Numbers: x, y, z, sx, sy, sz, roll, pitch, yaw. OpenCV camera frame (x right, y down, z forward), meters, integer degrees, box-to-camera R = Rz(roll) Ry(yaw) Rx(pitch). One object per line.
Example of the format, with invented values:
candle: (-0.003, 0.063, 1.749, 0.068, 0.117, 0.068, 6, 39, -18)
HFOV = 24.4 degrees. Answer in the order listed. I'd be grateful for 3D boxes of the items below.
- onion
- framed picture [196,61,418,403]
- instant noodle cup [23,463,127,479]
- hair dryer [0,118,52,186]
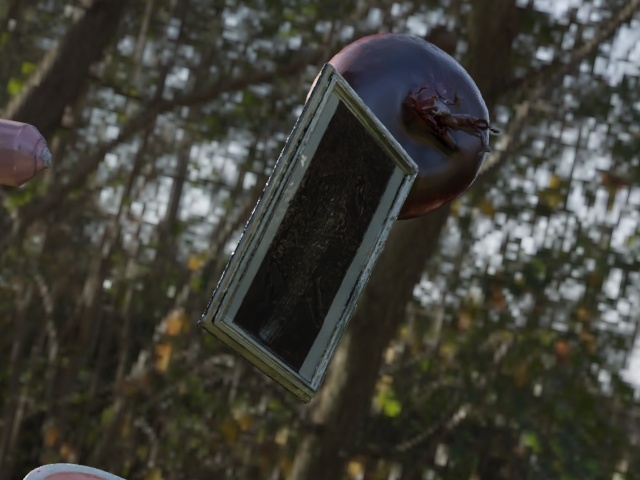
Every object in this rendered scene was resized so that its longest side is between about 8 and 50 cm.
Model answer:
onion: (0.120, -0.164, 2.032, 0.273, 0.273, 0.285, 15, -15, -23)
framed picture: (0.000, 0.000, 1.500, 0.018, 0.293, 0.231, 17, -15, 34)
instant noodle cup: (-0.267, 0.453, 1.619, 0.293, 0.308, 0.294, 22, 19, -8)
hair dryer: (-0.408, -0.080, 1.306, 0.352, 0.210, 0.125, 11, -7, 10)
